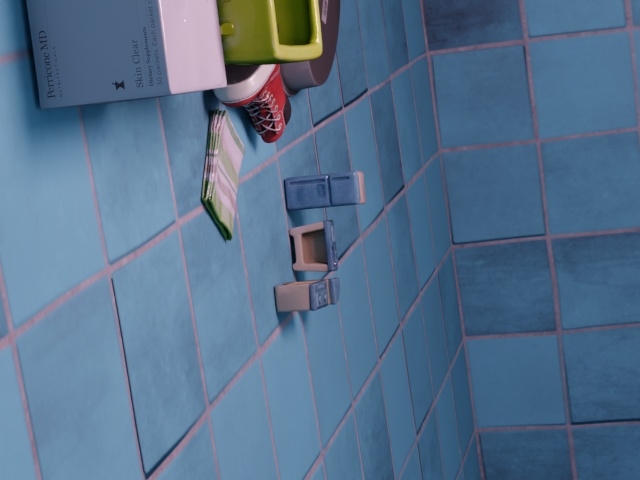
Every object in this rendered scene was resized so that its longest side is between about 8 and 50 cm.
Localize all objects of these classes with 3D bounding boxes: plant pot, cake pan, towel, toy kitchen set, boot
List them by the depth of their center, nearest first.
[{"bbox_3d":[-0.130,-0.313,1.794,0.227,0.207,0.228,-27,111,-75],"label":"plant pot"},{"bbox_3d":[-0.130,-0.091,2.085,0.113,0.023,0.152,61,27,-55],"label":"towel"},{"bbox_3d":[-0.089,-0.199,2.168,0.244,0.088,0.176,-76,157,-62],"label":"boot"},{"bbox_3d":[0.000,0.000,2.355,0.166,0.122,0.207,-9,93,-76],"label":"toy kitchen set"},{"bbox_3d":[-0.019,-0.378,2.467,0.293,0.054,0.293,4,90,-78],"label":"cake pan"}]

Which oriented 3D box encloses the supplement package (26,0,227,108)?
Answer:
[{"bbox_3d":[-0.209,-0.278,1.598,0.204,0.145,0.262,-30,114,-75],"label":"supplement package"}]
